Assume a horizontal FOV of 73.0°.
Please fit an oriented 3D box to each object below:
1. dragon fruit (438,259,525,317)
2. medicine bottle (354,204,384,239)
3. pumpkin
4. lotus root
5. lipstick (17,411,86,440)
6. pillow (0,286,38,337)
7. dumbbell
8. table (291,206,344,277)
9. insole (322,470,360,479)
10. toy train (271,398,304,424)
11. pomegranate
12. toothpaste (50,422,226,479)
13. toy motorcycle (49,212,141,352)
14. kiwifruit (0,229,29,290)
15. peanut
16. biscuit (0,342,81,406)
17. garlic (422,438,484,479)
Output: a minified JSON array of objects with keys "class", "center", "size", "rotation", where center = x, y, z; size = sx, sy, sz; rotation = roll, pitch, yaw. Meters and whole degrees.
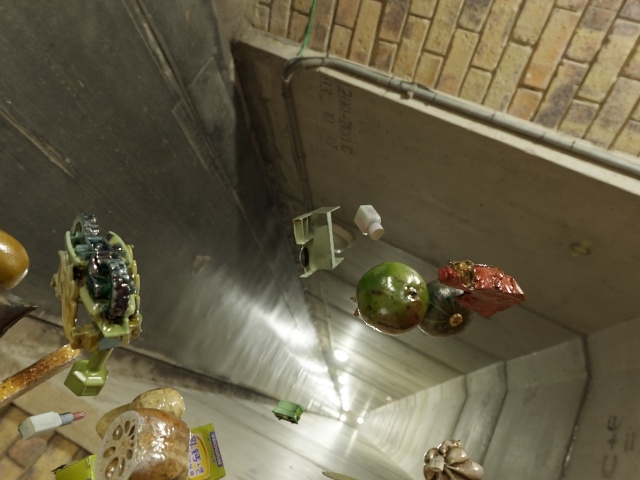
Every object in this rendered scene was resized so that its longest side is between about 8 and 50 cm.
[{"class":"dragon fruit","center":[0.347,0.094,0.978],"size":[0.122,0.192,0.092],"rotation":[125,-23,-49]},{"class":"medicine bottle","center":[0.171,-0.060,1.500],"size":[0.055,0.118,0.074],"rotation":[-3,132,-29]},{"class":"pumpkin","center":[0.324,0.176,1.135],"size":[0.125,0.167,0.167],"rotation":[-114,-150,-49]},{"class":"lotus root","center":[-0.244,0.294,0.584],"size":[0.081,0.112,0.122],"rotation":[42,26,-44]},{"class":"lipstick","center":[-0.399,0.274,0.658],"size":[0.025,0.025,0.107],"rotation":[-42,162,5]},{"class":"pillow","center":[-0.880,0.163,1.076],"size":[0.186,0.250,0.106],"rotation":[-57,-168,-28]},{"class":"dumbbell","center":[-0.655,0.331,1.306],"size":[0.121,0.108,0.301],"rotation":[20,107,-50]},{"class":"table","center":[0.000,0.000,1.089],"size":[0.175,0.063,0.146],"rotation":[-33,119,-64]},{"class":"insole","center":[0.125,0.622,1.092],"size":[0.086,0.254,0.005],"rotation":[97,10,-76]},{"class":"toy train","center":[-0.096,0.507,1.283],"size":[0.056,0.093,0.038],"rotation":[-55,135,-40]},{"class":"pomegranate","center":[0.161,0.149,1.079],"size":[0.181,0.182,0.224],"rotation":[-59,-171,-28]},{"class":"toothpaste","center":[-0.299,0.414,0.767],"size":[0.077,0.110,0.327],"rotation":[-29,158,13]},{"class":"toy motorcycle","center":[-0.529,0.095,1.013],"size":[0.169,0.410,0.236],"rotation":[-2,113,-39]},{"class":"kiwifruit","center":[-1.014,0.057,1.313],"size":[0.196,0.196,0.234],"rotation":[-59,138,-27]},{"class":"peanut","center":[-0.478,0.462,1.140],"size":[0.120,0.237,0.110],"rotation":[71,1,-84]},{"class":"biscuit","center":[-0.859,0.410,1.233],"size":[0.094,0.054,0.379],"rotation":[-41,177,33]},{"class":"garlic","center":[0.296,0.521,0.983],"size":[0.131,0.127,0.194],"rotation":[-28,144,7]}]
